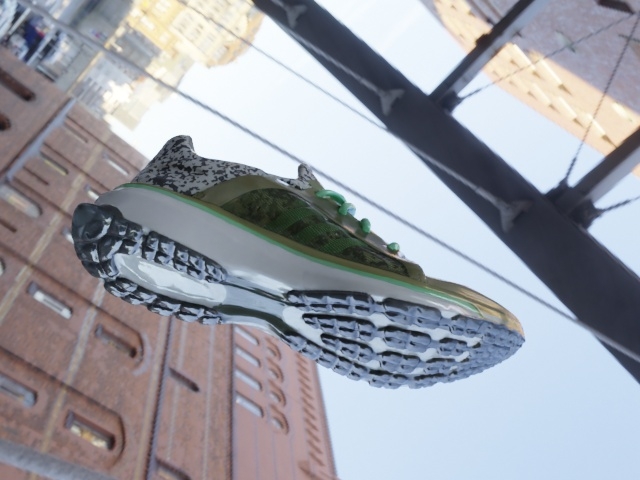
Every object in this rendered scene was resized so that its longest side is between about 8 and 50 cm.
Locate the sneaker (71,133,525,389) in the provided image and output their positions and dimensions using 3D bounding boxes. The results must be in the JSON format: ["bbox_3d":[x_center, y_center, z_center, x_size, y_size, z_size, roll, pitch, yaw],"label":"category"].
[{"bbox_3d":[0.000,0.000,0.602,0.158,0.410,0.182,116,-7,-54],"label":"sneaker"}]
